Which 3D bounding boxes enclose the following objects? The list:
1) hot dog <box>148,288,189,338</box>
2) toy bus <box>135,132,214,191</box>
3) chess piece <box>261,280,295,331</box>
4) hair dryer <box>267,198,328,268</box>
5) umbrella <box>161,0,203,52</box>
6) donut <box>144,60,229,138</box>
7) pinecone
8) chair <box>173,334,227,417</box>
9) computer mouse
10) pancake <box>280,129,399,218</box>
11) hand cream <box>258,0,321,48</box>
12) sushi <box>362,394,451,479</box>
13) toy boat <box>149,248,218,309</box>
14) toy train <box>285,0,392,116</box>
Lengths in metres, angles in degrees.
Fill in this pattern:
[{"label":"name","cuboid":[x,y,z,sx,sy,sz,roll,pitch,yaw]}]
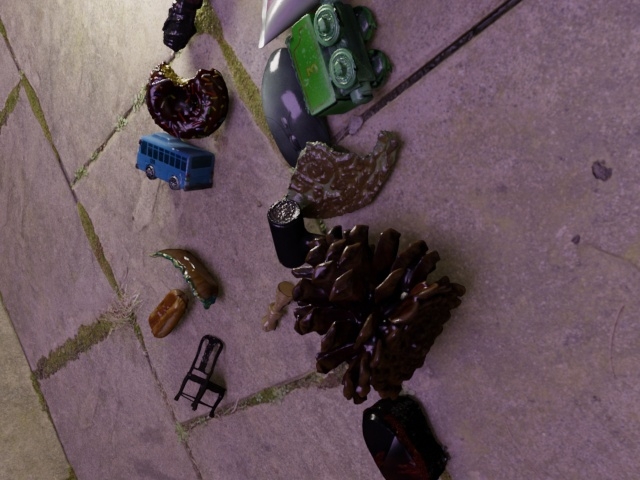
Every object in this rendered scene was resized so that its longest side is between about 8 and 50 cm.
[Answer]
[{"label":"hot dog","cuboid":[-0.499,0.243,1.857,0.249,0.076,0.102,-47,59,37]},{"label":"toy bus","cuboid":[-0.432,-0.235,1.661,0.234,0.116,0.133,24,115,30]},{"label":"chess piece","cuboid":[-0.121,0.192,1.558,0.060,0.060,0.172,44,127,22]},{"label":"hair dryer","cuboid":[0.000,0.000,1.371,0.251,0.089,0.197,11,147,14]},{"label":"umbrella","cuboid":[-0.348,-0.662,1.505,0.326,0.094,0.090,-56,22,35]},{"label":"donut","cuboid":[-0.368,-0.373,1.522,0.230,0.096,0.216,16,116,-7]},{"label":"pinecone","cuboid":[0.082,0.127,1.187,0.384,0.384,0.384,11,107,36]},{"label":"chair","cuboid":[-0.359,0.431,1.797,0.106,0.113,0.229,14,72,35]},{"label":"computer mouse","cuboid":[-0.059,-0.282,1.369,0.167,0.090,0.379,-18,93,41]},{"label":"pancake","cuboid":[0.028,-0.154,1.323,0.377,0.054,0.197,-21,113,31]},{"label":"hand cream","cuboid":[-0.022,-0.585,1.244,0.359,0.118,0.185,-24,56,40]},{"label":"sushi","cuboid":[0.196,0.480,1.336,0.136,0.126,0.225,-38,83,37]},{"label":"toy boat","cuboid":[-0.418,0.091,1.740,0.293,0.108,0.099,38,94,26]},{"label":"toy train","cuboid":[0.035,-0.402,1.242,0.188,0.132,0.243,-17,90,48]}]
